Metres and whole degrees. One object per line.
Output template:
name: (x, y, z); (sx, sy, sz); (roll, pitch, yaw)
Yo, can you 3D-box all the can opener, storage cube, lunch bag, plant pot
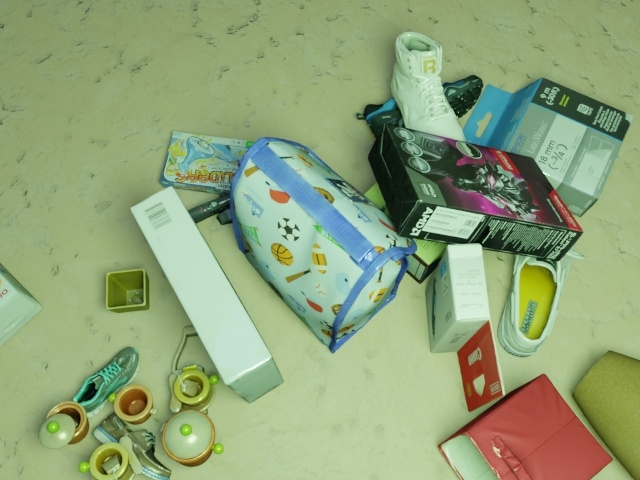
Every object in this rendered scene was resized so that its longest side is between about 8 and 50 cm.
can opener: (-0.259, -0.063, 1.383); (0.186, 0.059, 0.073); (-19, 70, -7)
storage cube: (0.362, 0.387, 1.121); (0.193, 0.215, 0.184); (-30, 70, -17)
lunch bag: (0.000, 0.000, 1.181); (0.239, 0.385, 0.328); (-42, 73, -14)
plant pot: (0.614, 0.333, 1.146); (0.237, 0.237, 0.254); (-41, 58, -14)
plant pot: (-0.401, 0.114, 1.303); (0.081, 0.083, 0.081); (-7, 69, -1)

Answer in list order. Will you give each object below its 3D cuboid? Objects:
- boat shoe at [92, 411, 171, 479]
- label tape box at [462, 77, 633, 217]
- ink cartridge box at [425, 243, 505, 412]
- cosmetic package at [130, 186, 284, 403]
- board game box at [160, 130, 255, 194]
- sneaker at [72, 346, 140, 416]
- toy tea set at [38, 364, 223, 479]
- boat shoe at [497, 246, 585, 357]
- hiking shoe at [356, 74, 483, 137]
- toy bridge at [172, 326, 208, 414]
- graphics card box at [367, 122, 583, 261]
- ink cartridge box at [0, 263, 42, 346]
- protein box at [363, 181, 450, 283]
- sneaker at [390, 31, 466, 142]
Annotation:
boat shoe: (-0.358, 0.401, 1.200); (0.183, 0.066, 0.066); (30, 71, 12)
label tape box: (0.504, -0.239, 1.414); (0.333, 0.106, 0.241); (27, 71, 11)
ink cartridge box: (0.260, 0.177, 1.153); (0.066, 0.296, 0.261); (-3, 69, 0)
cosmetic package: (-0.210, 0.117, 1.193); (0.097, 0.284, 0.377); (-29, 71, -12)
board game box: (-0.261, -0.178, 1.441); (0.201, 0.035, 0.136); (7, 69, 4)
sneaker: (-0.433, 0.284, 1.242); (0.065, 0.076, 0.166); (34, 73, 12)
toy tea set: (-0.343, 0.342, 1.133); (0.336, 0.124, 0.200); (-13, 58, -12)
boat shoe: (0.459, 0.053, 1.273); (0.135, 0.156, 0.367); (20, 71, 8)
hiking shoe: (0.244, -0.332, 1.452); (0.304, 0.113, 0.132); (-28, 65, -13)
toy bridge: (-0.272, 0.275, 1.270); (0.063, 0.026, 0.188); (-9, 69, 0)
graphics card box: (0.291, -0.090, 1.169); (0.370, 0.094, 0.233); (8, 43, -22)
ink cartridge box: (-0.707, 0.115, 1.285); (0.176, 0.127, 0.128); (39, 74, 14)
protein box: (0.213, -0.057, 1.331); (0.201, 0.136, 0.200); (42, 74, 15)
sneaker: (0.222, -0.310, 1.288); (0.108, 0.169, 0.293); (-19, 57, -9)
